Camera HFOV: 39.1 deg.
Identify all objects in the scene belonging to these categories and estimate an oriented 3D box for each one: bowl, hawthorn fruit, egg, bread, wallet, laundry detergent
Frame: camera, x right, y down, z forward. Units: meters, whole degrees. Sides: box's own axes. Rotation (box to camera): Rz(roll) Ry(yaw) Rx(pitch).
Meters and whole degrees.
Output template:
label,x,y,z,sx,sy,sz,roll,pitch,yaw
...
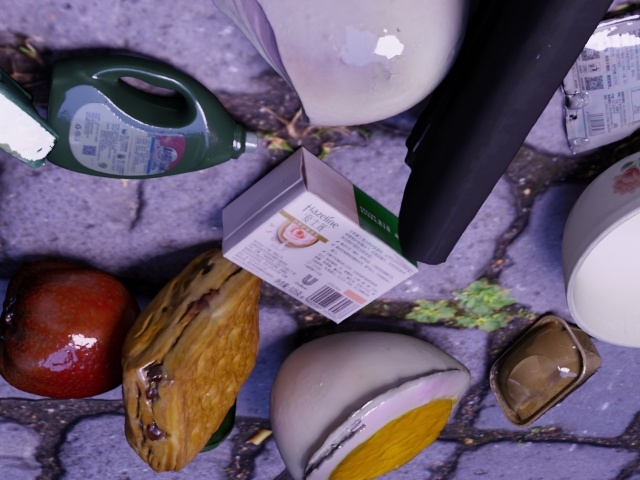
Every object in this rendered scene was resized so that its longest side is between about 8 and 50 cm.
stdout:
label,x,y,z,sx,sy,sz,roll,pitch,yaw
bowl,0.401,-0.011,1.036,0.276,0.145,0.277,-5,139,-4
hawthorn fruit,-0.288,0.111,1.071,0.188,0.169,0.169,21,131,-33
egg,0.028,-0.200,0.773,0.206,0.162,0.271,-25,135,20
bread,-0.154,0.135,1.070,0.099,0.235,0.211,20,134,15
egg,0.057,0.207,1.220,0.286,0.174,0.264,-10,143,-36
wallet,0.168,-0.183,0.764,0.062,0.228,0.406,18,133,-8
laundry detergent,-0.166,-0.120,0.908,0.210,0.063,0.137,5,129,-13

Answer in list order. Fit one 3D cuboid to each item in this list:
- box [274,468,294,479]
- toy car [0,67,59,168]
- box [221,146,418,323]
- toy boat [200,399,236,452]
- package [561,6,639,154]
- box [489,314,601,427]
label,x,y,z,sx,sy,sz,roll,pitch,yaw
box,-0.028,0.396,1.494,0.055,0.040,0.218,19,131,-27
toy car,-0.363,-0.189,0.765,0.097,0.141,0.320,-48,128,2
box,0.000,0.000,1.045,0.135,0.081,0.199,-35,132,26
toy boat,-0.165,0.230,1.207,0.104,0.210,0.052,11,98,-6
package,0.337,-0.172,0.942,0.173,0.027,0.171,-15,133,9
box,0.312,0.183,1.267,0.111,0.111,0.177,16,132,-23
